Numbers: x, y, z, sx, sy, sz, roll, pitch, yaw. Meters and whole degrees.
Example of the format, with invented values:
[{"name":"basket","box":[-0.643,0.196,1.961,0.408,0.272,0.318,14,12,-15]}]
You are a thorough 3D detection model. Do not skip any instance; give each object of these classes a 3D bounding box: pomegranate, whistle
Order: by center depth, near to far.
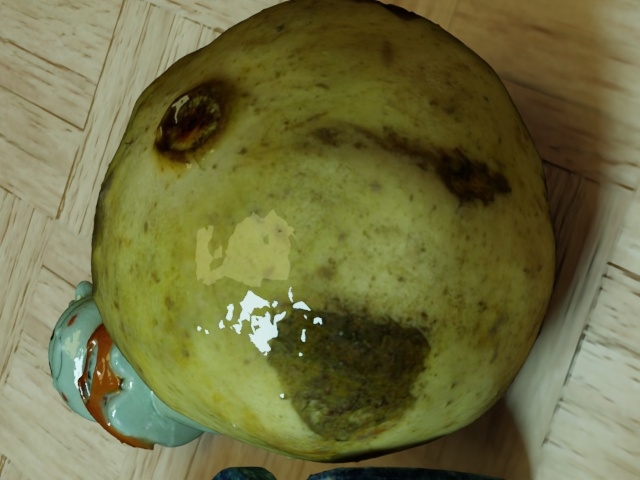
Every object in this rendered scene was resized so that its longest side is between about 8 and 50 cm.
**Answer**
[{"name":"pomegranate","box":[0.000,0.000,1.115,0.281,0.281,0.281,-16,68,48]},{"name":"whistle","box":[-0.128,0.096,1.375,0.253,0.106,0.102,15,133,50]}]

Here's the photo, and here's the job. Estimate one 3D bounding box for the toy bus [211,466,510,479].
[{"name":"toy bus","box":[-0.030,0.247,1.168,0.323,0.162,0.194,-24,64,47]}]
